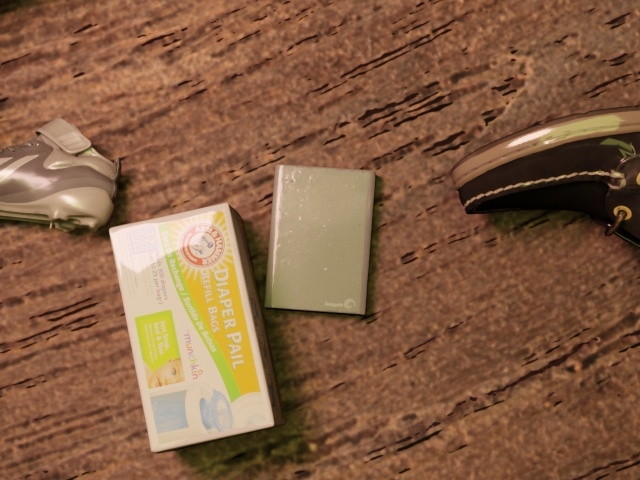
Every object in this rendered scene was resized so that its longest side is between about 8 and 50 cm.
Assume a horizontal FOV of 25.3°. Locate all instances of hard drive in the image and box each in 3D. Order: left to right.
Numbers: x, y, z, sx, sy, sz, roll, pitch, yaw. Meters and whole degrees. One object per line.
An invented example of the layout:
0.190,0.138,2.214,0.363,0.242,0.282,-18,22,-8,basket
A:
0.000,0.000,1.324,0.094,0.022,0.135,4,84,4,hard drive

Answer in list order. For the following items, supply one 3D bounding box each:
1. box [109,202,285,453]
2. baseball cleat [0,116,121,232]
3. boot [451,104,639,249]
-0.109,0.078,1.282,0.114,0.103,0.203,-13,83,3,box
-0.289,-0.066,1.339,0.206,0.072,0.109,11,70,1,baseball cleat
0.317,0.027,1.247,0.377,0.138,0.284,-6,83,-2,boot
